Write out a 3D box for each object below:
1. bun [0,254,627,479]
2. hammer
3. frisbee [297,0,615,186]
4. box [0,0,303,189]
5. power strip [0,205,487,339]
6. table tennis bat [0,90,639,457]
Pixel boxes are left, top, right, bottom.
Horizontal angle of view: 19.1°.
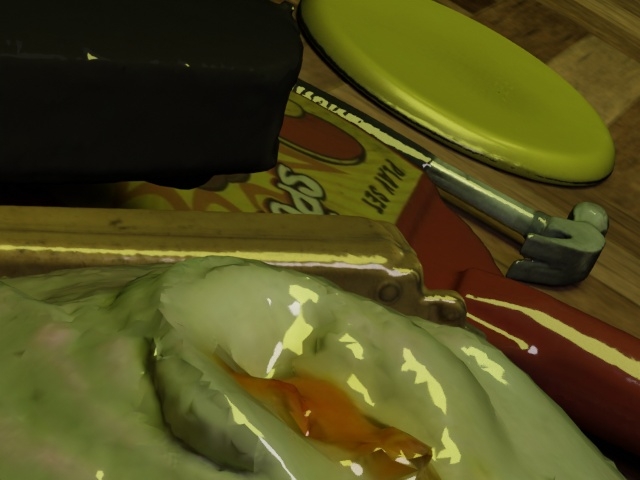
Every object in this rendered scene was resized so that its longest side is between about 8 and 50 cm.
[{"bbox_3d":[-0.018,0.102,0.411,0.293,0.187,0.293,12,48,-14],"label":"bun"},{"bbox_3d":[0.045,-0.047,1.059,0.246,0.029,0.103,29,23,5],"label":"hammer"},{"bbox_3d":[0.092,-0.108,1.244,0.236,0.017,0.236,24,24,-11],"label":"frisbee"},{"bbox_3d":[-0.225,-0.108,0.726,0.350,0.091,0.359,-2,24,-44],"label":"box"},{"bbox_3d":[-0.090,0.022,0.632,0.305,0.064,0.044,2,26,-15],"label":"power strip"},{"bbox_3d":[0.000,0.000,0.892,0.414,0.051,0.268,27,23,3],"label":"table tennis bat"}]
